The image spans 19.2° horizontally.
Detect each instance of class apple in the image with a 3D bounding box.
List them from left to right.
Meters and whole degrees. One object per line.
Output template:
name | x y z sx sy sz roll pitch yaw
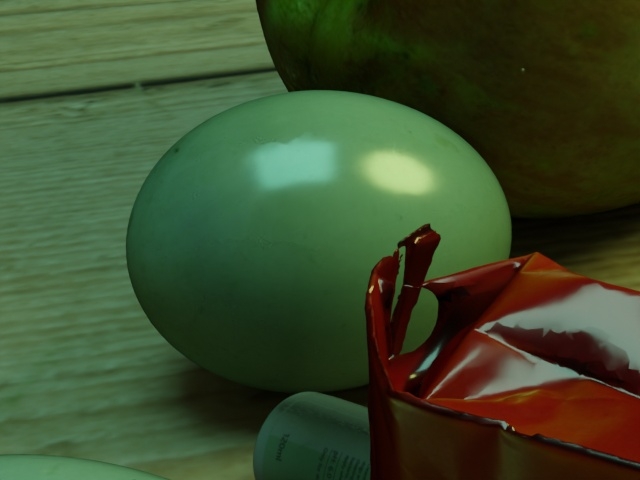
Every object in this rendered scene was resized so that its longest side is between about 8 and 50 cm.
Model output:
apple | 0.131 -0.177 1.073 0.339 0.339 0.339 -4 26 2

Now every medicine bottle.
medicine bottle | 0.055 0.110 0.785 0.057 0.058 0.199 -27 27 -36

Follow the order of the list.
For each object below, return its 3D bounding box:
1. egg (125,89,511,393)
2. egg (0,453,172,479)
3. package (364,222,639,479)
egg | 0.000 0.000 0.937 0.192 0.149 0.149 -7 26 -8
egg | -0.068 0.163 0.585 0.264 0.183 0.183 12 30 18
package | 0.169 0.129 0.582 0.423 0.196 0.123 15 33 32
